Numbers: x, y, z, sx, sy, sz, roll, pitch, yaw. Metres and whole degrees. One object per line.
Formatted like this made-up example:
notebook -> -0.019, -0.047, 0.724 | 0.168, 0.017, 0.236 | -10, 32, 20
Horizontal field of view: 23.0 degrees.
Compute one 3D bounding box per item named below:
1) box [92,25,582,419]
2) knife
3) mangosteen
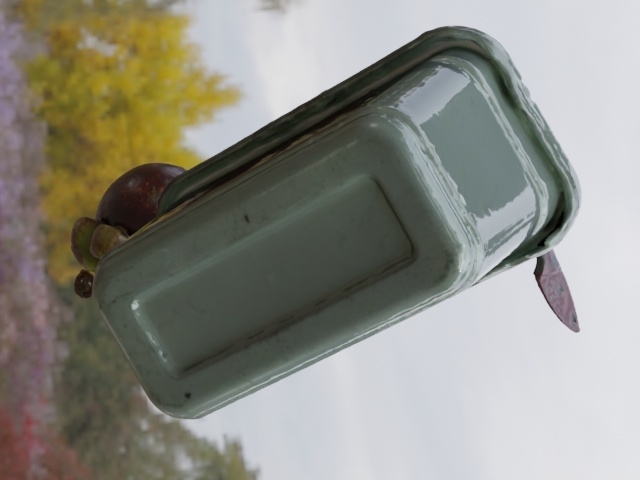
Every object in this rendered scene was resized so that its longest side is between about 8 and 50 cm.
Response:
box -> 0.000, 0.000, 1.072 | 0.175, 0.312, 0.182 | 60, 27, -5
knife -> 0.261, 0.030, 1.821 | 0.018, 0.035, 0.247 | 37, -20, 49
mangosteen -> -0.179, 0.011, 1.668 | 0.156, 0.146, 0.181 | -6, -127, 47
